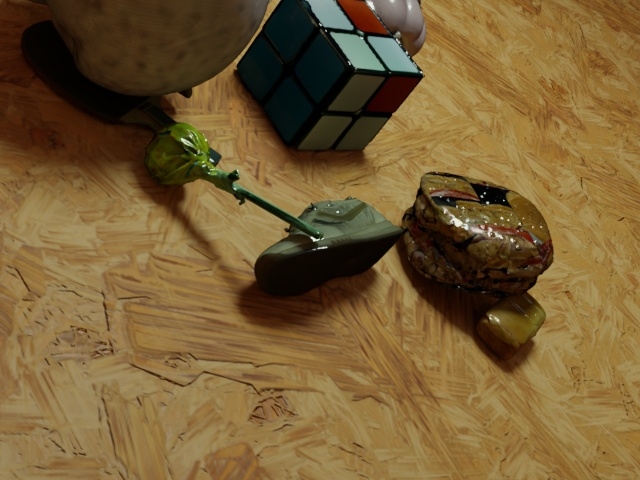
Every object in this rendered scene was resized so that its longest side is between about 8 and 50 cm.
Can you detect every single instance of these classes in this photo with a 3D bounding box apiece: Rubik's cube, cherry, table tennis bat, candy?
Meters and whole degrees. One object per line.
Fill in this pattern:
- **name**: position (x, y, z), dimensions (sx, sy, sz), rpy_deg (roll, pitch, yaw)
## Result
- **Rubik's cube**: position (0.012, -0.252, 1.714), dimensions (0.180, 0.167, 0.183), rpy_deg (-2, 52, -47)
- **cherry**: position (-0.199, -0.340, 1.425), dimensions (0.291, 0.326, 0.335), rpy_deg (26, -5, -20)
- **table tennis bat**: position (-0.255, -0.191, 1.503), dimensions (0.301, 0.022, 0.173), rpy_deg (38, 31, -1)
- **candy**: position (-0.105, -0.065, 1.391), dimensions (0.262, 0.077, 0.073), rpy_deg (30, 24, 22)

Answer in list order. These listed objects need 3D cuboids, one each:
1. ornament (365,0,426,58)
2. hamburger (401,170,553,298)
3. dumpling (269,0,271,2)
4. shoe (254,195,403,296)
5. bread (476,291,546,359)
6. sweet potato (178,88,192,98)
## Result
- **ornament**: position (0.091, -0.356, 1.919), dimensions (0.177, 0.177, 0.177), rpy_deg (26, 34, -20)
- **hamburger**: position (0.227, -0.009, 1.647), dimensions (0.231, 0.107, 0.231), rpy_deg (15, 28, -8)
- **dumpling**: position (-0.146, -0.423, 1.805), dimensions (0.162, 0.132, 0.250), rpy_deg (26, 18, -5)
- **shoe**: position (0.000, 0.000, 1.458), dimensions (0.098, 0.103, 0.275), rpy_deg (48, 27, 16)
- **bread**: position (0.270, 0.115, 1.626), dimensions (0.074, 0.053, 0.132), rpy_deg (45, 34, 11)
- **sweet potato**: position (-0.253, -0.285, 1.586), dimensions (0.249, 0.059, 0.069), rpy_deg (44, 34, 9)
